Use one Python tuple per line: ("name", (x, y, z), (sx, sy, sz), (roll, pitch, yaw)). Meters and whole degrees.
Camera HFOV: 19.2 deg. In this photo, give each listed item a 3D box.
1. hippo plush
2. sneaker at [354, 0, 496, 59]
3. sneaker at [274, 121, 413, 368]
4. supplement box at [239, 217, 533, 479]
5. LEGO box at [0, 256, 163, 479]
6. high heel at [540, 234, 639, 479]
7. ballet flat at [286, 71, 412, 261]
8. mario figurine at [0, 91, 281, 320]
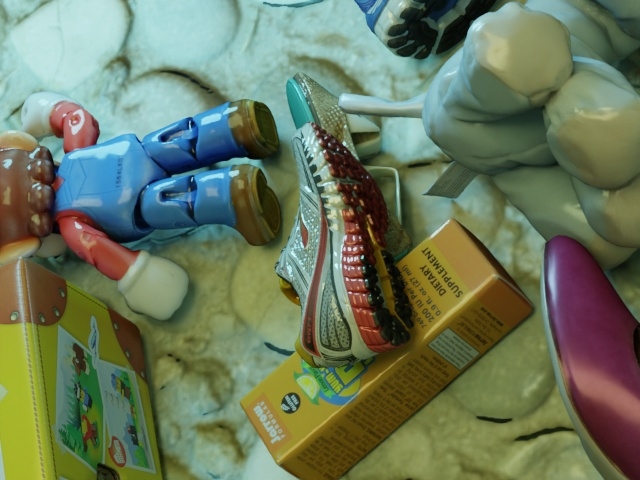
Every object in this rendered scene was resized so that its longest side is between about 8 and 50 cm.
("hippo plush", (0.215, -0.132, 1.477), (0.236, 0.234, 0.294), (-49, 11, -19))
("sneaker", (0.140, -0.315, 1.603), (0.330, 0.130, 0.147), (-44, 61, 5))
("sneaker", (0.000, 0.000, 1.487), (0.093, 0.088, 0.225), (-28, 48, 22))
("supplement box", (0.051, 0.093, 1.509), (0.233, 0.080, 0.078), (-43, 54, 9))
("LEGO box", (-0.313, 0.324, 1.533), (0.372, 0.193, 0.500), (-23, 60, 18))
("high heel", (0.281, 0.143, 1.354), (0.181, 0.127, 0.377), (-21, 66, 9))
("ballet flat", (0.028, -0.060, 1.604), (0.067, 0.073, 0.206), (-14, 63, -8))
("mario figurine", (-0.190, -0.037, 1.692), (0.321, 0.170, 0.198), (-7, 29, 14))
